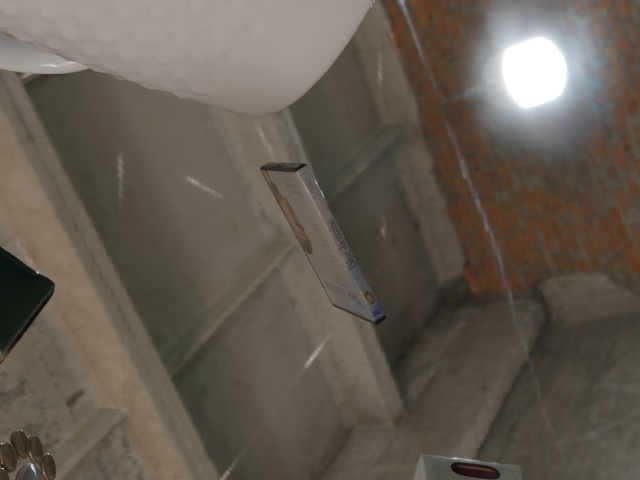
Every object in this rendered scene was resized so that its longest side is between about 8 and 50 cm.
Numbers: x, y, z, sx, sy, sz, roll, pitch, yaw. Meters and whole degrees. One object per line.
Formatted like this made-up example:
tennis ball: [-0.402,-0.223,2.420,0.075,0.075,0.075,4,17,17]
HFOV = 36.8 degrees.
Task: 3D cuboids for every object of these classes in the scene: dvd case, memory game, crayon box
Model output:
dvd case: [0.000,0.000,1.403,0.022,0.180,0.253,-32,-76,-15]
memory game: [-0.346,0.318,1.145,0.186,0.012,0.186,-14,-90,-83]
crayon box: [-0.377,0.045,0.922,0.202,0.318,0.081,36,-113,-10]

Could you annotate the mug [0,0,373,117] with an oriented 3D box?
mug: [-0.172,-0.230,0.607,0.328,0.374,0.276,15,-122,-30]

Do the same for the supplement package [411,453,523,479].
supplement package: [0.188,0.452,1.263,0.262,0.145,0.204,-92,11,-54]
